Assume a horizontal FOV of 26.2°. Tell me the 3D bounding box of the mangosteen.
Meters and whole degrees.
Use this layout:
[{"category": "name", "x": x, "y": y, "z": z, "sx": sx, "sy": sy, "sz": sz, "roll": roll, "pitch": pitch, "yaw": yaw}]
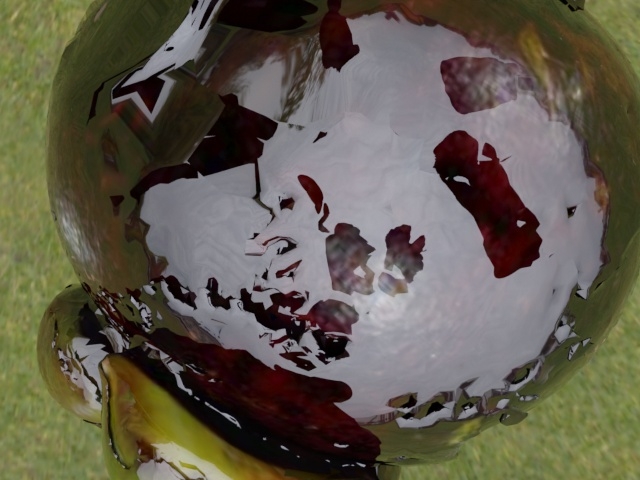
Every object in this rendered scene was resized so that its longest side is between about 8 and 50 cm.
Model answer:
[{"category": "mangosteen", "x": -0.005, "y": -0.018, "z": 0.841, "sx": 0.421, "sy": 0.381, "sz": 0.381, "roll": -44, "pitch": 111, "yaw": -6}]
